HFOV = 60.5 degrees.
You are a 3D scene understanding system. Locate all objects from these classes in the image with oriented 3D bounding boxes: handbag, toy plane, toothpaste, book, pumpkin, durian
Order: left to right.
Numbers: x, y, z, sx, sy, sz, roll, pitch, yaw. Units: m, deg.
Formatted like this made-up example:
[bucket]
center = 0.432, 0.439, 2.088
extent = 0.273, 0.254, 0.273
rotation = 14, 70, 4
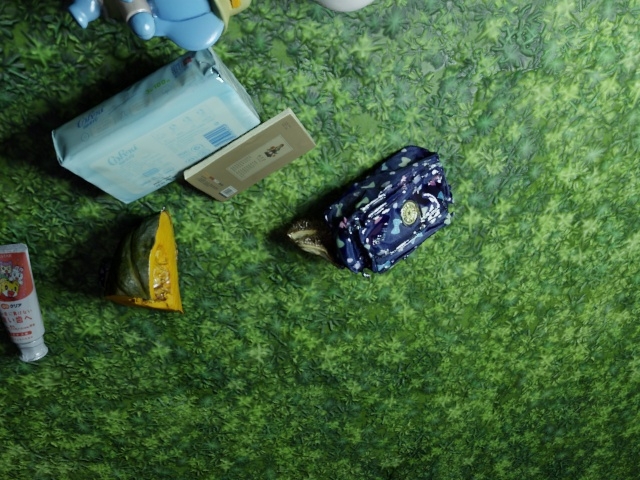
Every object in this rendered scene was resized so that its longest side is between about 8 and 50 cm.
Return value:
[toothpaste]
center = -0.553, 0.111, 1.002
extent = 0.090, 0.057, 0.234
rotation = -5, 115, -5
[toy plane]
center = -0.379, 0.049, 1.006
extent = 0.049, 0.031, 0.120
rotation = 9, 122, -23
[pumpkin]
center = -0.309, 0.036, 0.970
extent = 0.112, 0.162, 0.278
rotation = 5, 166, -1
[book]
center = -0.112, -0.135, 0.907
extent = 0.199, 0.016, 0.138
rotation = -30, 161, 8
[durian]
center = 0.002, -0.001, 1.017
extent = 0.140, 0.110, 0.071
rotation = 35, 85, -29
[handbag]
center = 0.134, -0.047, 0.979
extent = 0.260, 0.113, 0.161
rotation = -36, 127, -19

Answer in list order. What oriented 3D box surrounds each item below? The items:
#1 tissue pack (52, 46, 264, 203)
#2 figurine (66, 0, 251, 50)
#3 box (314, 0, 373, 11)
[tissue pack]
center = -0.235, -0.169, 0.827
extent = 0.264, 0.089, 0.177
rotation = -26, 158, 8
[figurine]
center = -0.217, -0.334, 0.719
extent = 0.262, 0.179, 0.153
rotation = -18, 143, -9
[box]
center = 0.055, -0.495, 0.686
extent = 0.349, 0.141, 0.289
rotation = -43, 121, 16
